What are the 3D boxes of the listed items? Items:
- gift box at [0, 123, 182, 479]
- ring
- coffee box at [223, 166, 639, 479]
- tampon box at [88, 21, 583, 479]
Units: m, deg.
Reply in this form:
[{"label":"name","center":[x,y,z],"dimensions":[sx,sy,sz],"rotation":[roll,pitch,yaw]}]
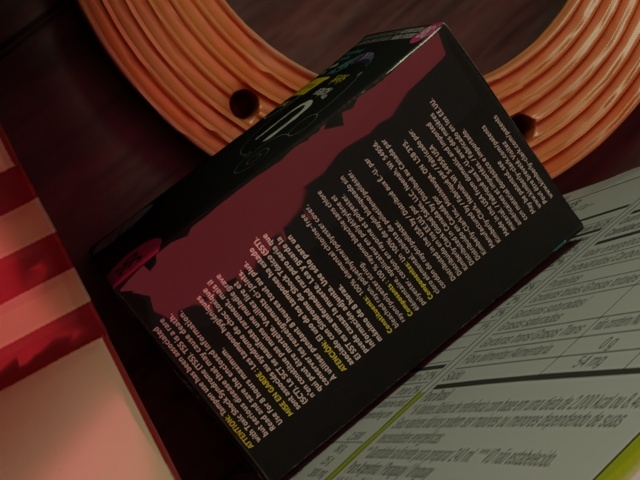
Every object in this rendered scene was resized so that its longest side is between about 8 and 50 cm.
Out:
[{"label":"gift box","center":[-0.201,0.091,0.443],"dimensions":[0.258,0.255,0.276],"rotation":[-26,87,-22]},{"label":"ring","center":[0.033,-0.178,0.661],"dimensions":[0.336,0.032,0.337],"rotation":[0,90,-18]},{"label":"coffee box","center":[0.151,0.179,0.496],"dimensions":[0.334,0.338,0.338],"rotation":[-40,95,-20]},{"label":"tampon box","center":[0.000,0.000,0.570],"dimensions":[0.161,0.120,0.101],"rotation":[-38,103,-8]}]
